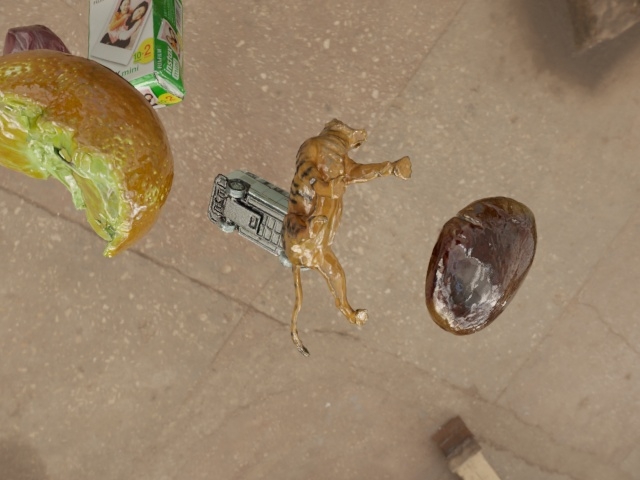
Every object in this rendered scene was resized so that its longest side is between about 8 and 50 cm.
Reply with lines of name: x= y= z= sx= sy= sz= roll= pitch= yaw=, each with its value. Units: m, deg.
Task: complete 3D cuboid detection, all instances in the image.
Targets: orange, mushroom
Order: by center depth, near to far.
mushroom: x=0.136 y=0.024 z=0.435 sx=0.123 sy=0.052 sz=0.123 roll=-22 pitch=128 yaw=-31
orange: x=-0.261 y=-0.105 z=0.582 sx=0.237 sy=0.179 sz=0.158 roll=37 pitch=59 yaw=5

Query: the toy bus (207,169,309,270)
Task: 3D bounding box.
toy bus: x=-0.071 y=-0.035 z=0.795 sx=0.089 sy=0.193 sz=0.087 roll=-43 pitch=158 yaw=-54

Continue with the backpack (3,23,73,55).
backpack: x=-0.655 y=-0.360 z=1.285 sx=0.197 sy=0.283 sz=0.317 roll=-23 pitch=88 yaw=-33

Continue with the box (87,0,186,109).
box: x=-0.351 y=-0.368 z=1.005 sx=0.180 sy=0.250 sz=0.103 roll=-13 pitch=160 yaw=20

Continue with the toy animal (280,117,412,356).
toy animal: x=-0.006 y=-0.002 z=0.545 sx=0.114 sy=0.116 sz=0.255 roll=11 pitch=99 yaw=-40
